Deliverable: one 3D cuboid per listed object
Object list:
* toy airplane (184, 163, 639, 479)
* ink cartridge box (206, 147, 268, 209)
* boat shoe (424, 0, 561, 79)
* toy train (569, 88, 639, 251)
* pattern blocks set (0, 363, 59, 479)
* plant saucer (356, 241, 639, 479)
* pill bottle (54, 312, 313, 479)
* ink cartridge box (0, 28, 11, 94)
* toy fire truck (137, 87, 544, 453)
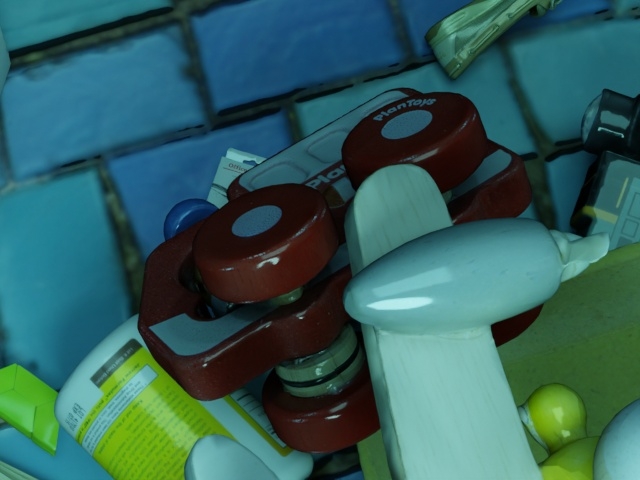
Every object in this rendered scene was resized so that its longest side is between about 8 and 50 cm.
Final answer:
[{"bbox_3d":[0.118,0.166,0.982,0.386,0.272,0.384,43,41,-7],"label":"toy airplane"},{"bbox_3d":[-0.065,-0.035,1.371,0.048,0.028,0.083,17,74,1],"label":"ink cartridge box"},{"bbox_3d":[0.161,-0.189,1.413,0.153,0.056,0.048,-30,87,-8],"label":"boat shoe"},{"bbox_3d":[0.348,0.000,1.330,0.334,0.142,0.190,21,86,2],"label":"toy train"},{"bbox_3d":[-0.297,0.214,1.270,0.325,0.026,0.285,40,65,10],"label":"pattern blocks set"},{"bbox_3d":[0.206,0.187,1.239,0.333,0.081,0.333,-19,70,19],"label":"plant saucer"},{"bbox_3d":[-0.088,0.161,1.269,0.215,0.117,0.117,43,77,10],"label":"pill bottle"},{"bbox_3d":[-0.357,-0.084,1.301,0.171,0.168,0.233,14,74,1],"label":"ink cartridge box"},{"bbox_3d":[0.000,0.000,1.247,0.302,0.254,0.169,-32,118,-14],"label":"toy fire truck"}]
